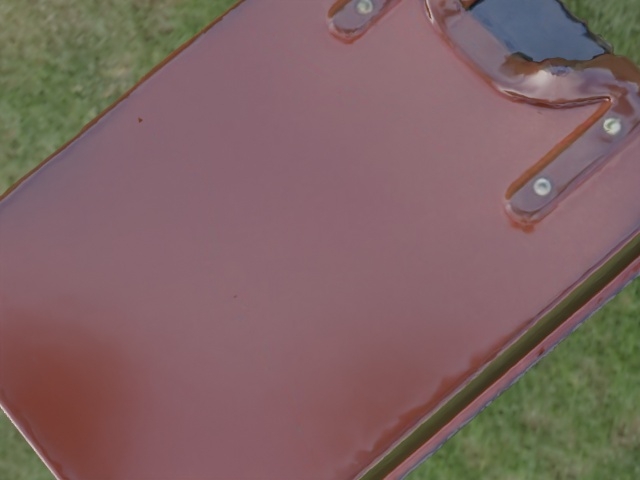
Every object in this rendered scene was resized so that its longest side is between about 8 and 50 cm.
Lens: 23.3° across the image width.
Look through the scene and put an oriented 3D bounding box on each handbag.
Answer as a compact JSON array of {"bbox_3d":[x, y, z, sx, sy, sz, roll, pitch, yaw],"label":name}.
[{"bbox_3d":[0.000,0.000,0.431,0.190,0.063,0.127,-41,72,-5],"label":"handbag"}]
